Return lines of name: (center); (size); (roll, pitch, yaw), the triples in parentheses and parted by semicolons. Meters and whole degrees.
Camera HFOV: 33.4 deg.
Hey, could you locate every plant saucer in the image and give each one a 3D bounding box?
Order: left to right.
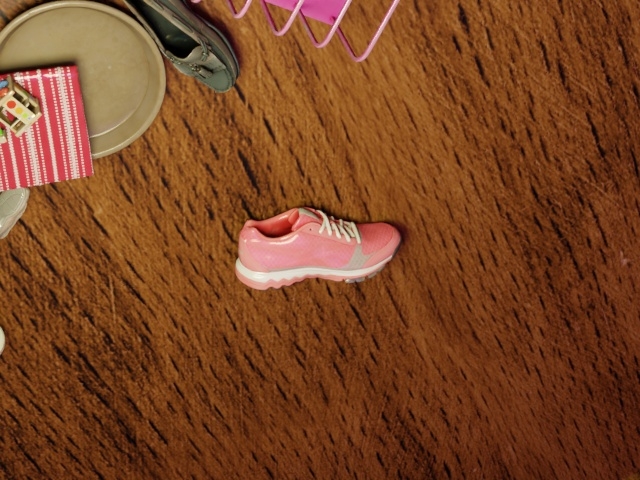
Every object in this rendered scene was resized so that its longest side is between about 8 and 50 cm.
plant saucer: (-0.379, -0.248, 1.650); (0.278, 0.041, 0.278); (-9, 128, -12)

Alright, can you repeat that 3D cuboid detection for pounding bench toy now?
pounding bench toy: (-0.465, -0.189, 1.572); (0.083, 0.052, 0.065); (-41, 127, 11)

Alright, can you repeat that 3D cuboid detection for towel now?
towel: (-0.497, -0.163, 1.633); (0.275, 0.031, 0.199); (-10, 127, -13)

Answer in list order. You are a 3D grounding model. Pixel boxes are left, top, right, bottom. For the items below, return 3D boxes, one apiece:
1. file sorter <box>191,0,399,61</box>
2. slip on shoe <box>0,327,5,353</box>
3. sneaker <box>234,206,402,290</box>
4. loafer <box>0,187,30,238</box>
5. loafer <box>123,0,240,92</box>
file sorter: (-0.037, -0.409, 1.546); (0.290, 0.182, 0.202); (14, 122, -28)
slip on shoe: (-0.705, 0.237, 1.889); (0.331, 0.123, 0.101); (-30, 163, 0)
sneaker: (0.000, 0.000, 1.926); (0.314, 0.116, 0.136); (-10, 128, -11)
loafer: (-0.515, -0.047, 1.767); (0.125, 0.045, 0.039); (-47, 159, 22)
loafer: (-0.219, -0.308, 1.612); (0.096, 0.084, 0.267); (-13, 137, 28)
